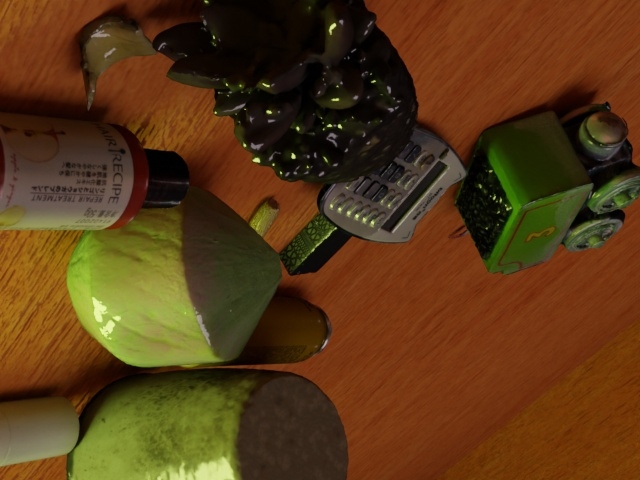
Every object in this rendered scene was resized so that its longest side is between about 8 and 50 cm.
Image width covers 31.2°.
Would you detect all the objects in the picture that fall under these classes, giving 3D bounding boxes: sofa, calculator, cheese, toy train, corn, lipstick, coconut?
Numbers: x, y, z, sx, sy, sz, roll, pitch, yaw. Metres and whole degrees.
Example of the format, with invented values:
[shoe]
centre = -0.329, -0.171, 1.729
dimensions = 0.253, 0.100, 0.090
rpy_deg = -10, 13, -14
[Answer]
[sofa]
centre = 0.000, 0.000, 1.607
dimensions = 0.060, 0.039, 0.118
rpy_deg = -3, 146, -48
[calculator]
centre = 0.094, -0.076, 1.521
dimensions = 0.177, 0.040, 0.268
rpy_deg = -49, 153, 11
[cheese]
centre = -0.189, -0.157, 1.001
dimensions = 0.084, 0.041, 0.060
rpy_deg = -50, 166, -4
[toy train]
centre = 0.342, -0.072, 1.730
dimensions = 0.249, 0.173, 0.307
rpy_deg = -19, 157, -13
[corn]
centre = -0.078, -0.021, 1.472
dimensions = 0.028, 0.027, 0.083
rpy_deg = -20, 155, -43
[lipstick]
centre = -0.467, 0.260, 1.496
dimensions = 0.087, 0.087, 0.327
rpy_deg = -42, 156, 27
[coconut]
centre = -0.156, 0.041, 1.275
dimensions = 0.236, 0.236, 0.204
rpy_deg = -41, -163, 25

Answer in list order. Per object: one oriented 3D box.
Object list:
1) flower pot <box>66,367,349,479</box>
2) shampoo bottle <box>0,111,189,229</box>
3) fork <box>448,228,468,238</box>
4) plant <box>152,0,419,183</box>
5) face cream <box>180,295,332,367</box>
[flower pot]
centre = -0.143, 0.313, 1.614
dimensions = 0.330, 0.293, 0.294
rpy_deg = -16, 173, 41
[shampoo bottle]
centre = -0.236, -0.061, 1.066
dimensions = 0.104, 0.104, 0.278
rpy_deg = -43, 156, 29
[fork]
centre = 0.263, -0.033, 1.920
dimensions = 0.115, 0.012, 0.016
rpy_deg = -37, 165, 13
[plant]
centre = -0.010, -0.162, 1.049
dimensions = 0.194, 0.181, 0.321
rpy_deg = -38, 164, 9
[face cream]
centre = -0.090, 0.132, 1.690
dimensions = 0.105, 0.105, 0.349
rpy_deg = -40, 156, 23
